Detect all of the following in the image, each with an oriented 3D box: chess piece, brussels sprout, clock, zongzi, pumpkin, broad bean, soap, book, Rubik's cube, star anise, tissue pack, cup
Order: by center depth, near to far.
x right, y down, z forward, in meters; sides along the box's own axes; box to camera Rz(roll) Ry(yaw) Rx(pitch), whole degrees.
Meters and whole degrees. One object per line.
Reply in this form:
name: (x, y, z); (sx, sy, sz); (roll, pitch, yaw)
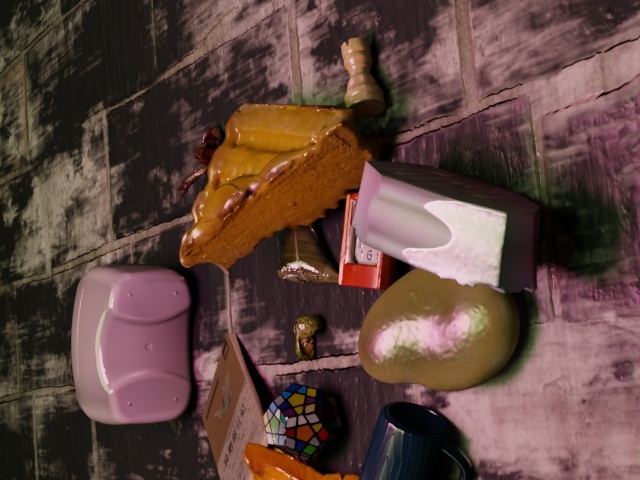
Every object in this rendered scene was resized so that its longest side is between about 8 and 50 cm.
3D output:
soap: (0.172, -0.025, 1.448); (0.324, 0.193, 0.109); (26, 112, 53)
broad bean: (0.174, 0.121, 1.537); (0.263, 0.121, 0.189); (-16, 71, 40)
cup: (0.140, 0.324, 1.594); (0.113, 0.150, 0.138); (-82, 6, -72)
clock: (0.085, -0.002, 1.704); (0.113, 0.061, 0.155); (4, 90, 56)
chess piece: (0.065, -0.261, 1.733); (0.066, 0.066, 0.122); (-33, 58, 51)
soap: (-0.063, -0.064, 1.764); (0.339, 0.169, 0.304); (12, 80, 56)
pumpkin: (-0.020, 0.498, 1.797); (0.258, 0.095, 0.290); (9, 103, 41)
Rubik's cube: (-0.030, 0.304, 1.824); (0.112, 0.133, 0.133); (44, 131, 13)
zongzi: (0.000, 0.000, 1.863); (0.130, 0.062, 0.154); (1, 69, 31)
brussels sprout: (-0.026, 0.166, 1.879); (0.051, 0.046, 0.083); (48, 129, 54)
book: (-0.162, 0.349, 2.048); (0.310, 0.021, 0.217); (-120, 42, -55)
star anise: (-0.241, -0.143, 2.139); (0.158, 0.144, 0.140); (-93, -16, -64)
tissue pack: (-0.403, 0.215, 2.281); (0.236, 0.229, 0.333); (1, 90, 54)

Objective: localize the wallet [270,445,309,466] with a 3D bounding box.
wallet: (-0.079, 0.484, 1.942); (0.141, 0.067, 0.241); (51, 130, 41)
